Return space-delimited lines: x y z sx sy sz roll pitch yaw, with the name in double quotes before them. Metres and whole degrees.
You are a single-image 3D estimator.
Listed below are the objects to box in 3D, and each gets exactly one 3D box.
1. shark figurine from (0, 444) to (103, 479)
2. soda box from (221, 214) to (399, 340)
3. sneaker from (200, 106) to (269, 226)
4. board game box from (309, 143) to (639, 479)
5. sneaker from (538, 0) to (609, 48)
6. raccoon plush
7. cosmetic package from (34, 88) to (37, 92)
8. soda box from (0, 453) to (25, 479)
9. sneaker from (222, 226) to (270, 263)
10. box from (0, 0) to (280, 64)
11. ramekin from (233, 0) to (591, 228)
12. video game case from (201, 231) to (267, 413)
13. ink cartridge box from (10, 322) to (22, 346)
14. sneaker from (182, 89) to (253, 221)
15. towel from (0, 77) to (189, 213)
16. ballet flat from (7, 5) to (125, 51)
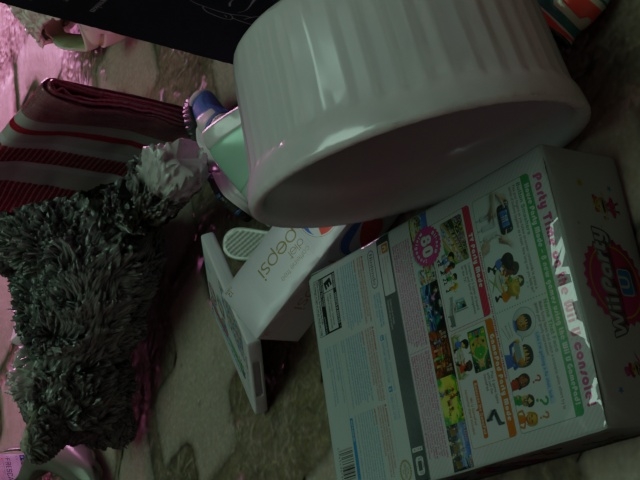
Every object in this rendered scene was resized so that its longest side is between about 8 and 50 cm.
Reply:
"shark figurine" -0.417 0.327 1.559 0.278 0.116 0.166 -39 53 39
"soda box" 0.000 0.000 1.077 0.069 0.074 0.216 48 111 29
"sneaker" 0.016 -0.113 1.127 0.256 0.094 0.151 -31 95 23
"board game box" 0.127 0.085 0.919 0.303 0.098 0.224 -31 61 47
"sneaker" 0.196 -0.238 0.935 0.075 0.057 0.161 -41 50 19
"raccoon plush" -0.268 0.094 1.291 0.446 0.216 0.299 143 120 -61
"cosmetic package" -0.405 -0.181 1.680 0.041 0.060 0.115 -28 60 46
"soda box" -0.515 0.407 1.706 0.183 0.063 0.058 -52 47 34
"sneaker" -0.034 0.017 1.184 0.134 0.070 0.051 12 84 23
"box" -0.101 -0.340 1.045 0.293 0.395 0.212 -24 64 47
"ramekin" 0.062 -0.117 0.874 0.277 0.277 0.135 -28 73 46
"video game case" -0.095 0.092 1.203 0.143 0.019 0.157 88 160 -51
"ink cartridge box" -0.386 0.034 1.640 0.181 0.056 0.224 -34 39 44
"sneaker" -0.098 -0.112 1.275 0.081 0.080 0.211 -40 50 12
"towel" -0.316 -0.090 1.403 0.329 0.237 0.037 -36 57 42
"ballet flat" -0.336 -0.346 1.594 0.409 0.147 0.147 10 91 55
